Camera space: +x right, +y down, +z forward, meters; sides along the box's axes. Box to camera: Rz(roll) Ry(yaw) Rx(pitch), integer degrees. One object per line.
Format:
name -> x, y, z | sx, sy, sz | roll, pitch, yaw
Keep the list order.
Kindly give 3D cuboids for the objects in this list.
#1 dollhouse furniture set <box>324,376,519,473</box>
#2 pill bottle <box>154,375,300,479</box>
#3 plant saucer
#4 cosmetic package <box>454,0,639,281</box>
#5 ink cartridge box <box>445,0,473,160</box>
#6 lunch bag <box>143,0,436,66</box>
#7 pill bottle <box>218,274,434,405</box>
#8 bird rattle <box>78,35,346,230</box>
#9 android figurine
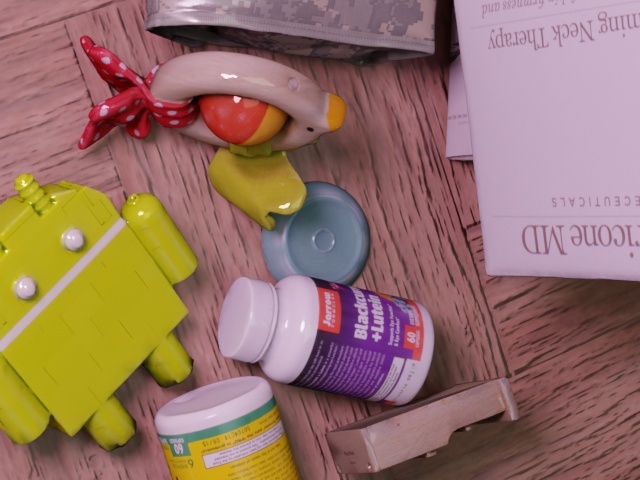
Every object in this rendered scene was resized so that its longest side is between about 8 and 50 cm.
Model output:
dollhouse furniture set -> 0.129, 0.274, 1.664 | 0.161, 0.212, 0.242 | -18, 89, -23
pill bottle -> -0.074, 0.245, 1.626 | 0.118, 0.117, 0.208 | -20, 99, -22
plant saucer -> 0.000, 0.000, 1.708 | 0.119, 0.021, 0.119 | 0, 90, -23
cosmetic package -> 0.349, -0.178, 1.559 | 0.327, 0.329, 0.393 | -10, 96, -31
ink cartridge box -> 0.243, -0.210, 1.762 | 0.198, 0.115, 0.272 | 4, 89, -24
lunch bag -> -0.038, -0.296, 1.609 | 0.287, 0.169, 0.235 | 5, 89, -28
pill bottle -> 0.004, 0.093, 1.663 | 0.194, 0.108, 0.108 | 13, 85, -24
bird rattle -> -0.093, -0.131, 1.578 | 0.253, 0.207, 0.143 | 31, 60, -30
android figurine -> -0.222, 0.060, 1.547 | 0.248, 0.056, 0.273 | -46, 127, -23
